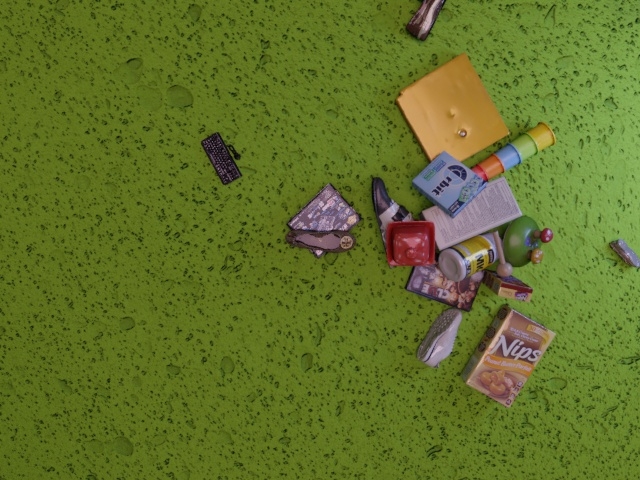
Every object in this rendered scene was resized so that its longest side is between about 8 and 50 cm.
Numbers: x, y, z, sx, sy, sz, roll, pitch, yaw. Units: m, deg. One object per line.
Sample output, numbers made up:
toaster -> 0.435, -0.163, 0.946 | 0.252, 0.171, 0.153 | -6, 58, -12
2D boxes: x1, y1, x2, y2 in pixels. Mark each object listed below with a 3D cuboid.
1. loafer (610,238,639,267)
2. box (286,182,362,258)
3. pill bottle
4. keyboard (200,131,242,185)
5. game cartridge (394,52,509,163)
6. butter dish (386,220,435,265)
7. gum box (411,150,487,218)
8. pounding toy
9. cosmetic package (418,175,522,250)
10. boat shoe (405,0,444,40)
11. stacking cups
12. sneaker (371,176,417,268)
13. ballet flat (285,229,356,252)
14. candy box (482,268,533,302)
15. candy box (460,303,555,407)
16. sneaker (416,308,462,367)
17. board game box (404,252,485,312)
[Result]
loafer -> 1.084, 0.046, 1.559 | 0.125, 0.039, 0.045 | 49, 62, -6
box -> 0.013, -0.070, 1.578 | 0.220, 0.051, 0.175 | -43, 93, 6
pill bottle -> 0.521, 0.052, 1.505 | 0.208, 0.119, 0.119 | -22, 95, -22
keyboard -> -0.348, -0.301, 1.584 | 0.108, 0.023, 0.180 | -28, 95, 4
game cartridge -> 0.453, -0.437, 1.529 | 0.285, 0.053, 0.324 | -29, 91, 5
butter dish -> 0.295, 0.025, 1.431 | 0.160, 0.118, 0.160 | -1, 108, 10
gum box -> 0.426, -0.188, 1.457 | 0.157, 0.041, 0.184 | -43, 66, -4
pounding toy -> 0.698, 0.021, 1.474 | 0.236, 0.110, 0.183 | -22, 112, -29
cosmetic package -> 0.507, -0.088, 1.510 | 0.296, 0.129, 0.153 | -22, 86, 4
boat shoe -> 0.371, -0.814, 1.470 | 0.095, 0.095, 0.258 | 28, 96, 5
stacking cups -> 0.639, -0.291, 1.519 | 0.316, 0.096, 0.096 | -29, 94, 8
sneaker -> 0.269, -0.075, 1.533 | 0.146, 0.122, 0.331 | -16, 104, 10
ballet flat -> 0.000, 0.000, 1.530 | 0.249, 0.058, 0.084 | 6, 97, 1
candy box -> 0.635, 0.152, 1.507 | 0.109, 0.187, 0.053 | 12, 99, 0
candy box -> 0.671, 0.414, 1.581 | 0.182, 0.087, 0.317 | 29, 96, -1
sneaker -> 0.449, 0.355, 1.596 | 0.094, 0.090, 0.235 | 30, 100, -13
board game box -> 0.449, 0.142, 1.586 | 0.243, 0.042, 0.165 | 19, 96, 0
